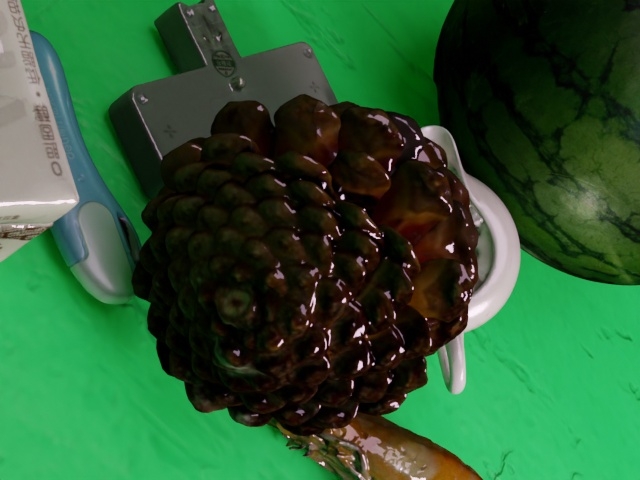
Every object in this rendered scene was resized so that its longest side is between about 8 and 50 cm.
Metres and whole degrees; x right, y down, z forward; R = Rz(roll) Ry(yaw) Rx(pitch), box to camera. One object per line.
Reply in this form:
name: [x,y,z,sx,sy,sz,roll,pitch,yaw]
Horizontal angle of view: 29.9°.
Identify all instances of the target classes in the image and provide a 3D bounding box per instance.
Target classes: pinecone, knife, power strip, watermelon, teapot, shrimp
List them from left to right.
knife: [-0.184,-0.055,0.875,0.064,0.031,0.222,-13,75,-41]
power strip: [-0.080,-0.129,0.984,0.216,0.061,0.145,-26,88,-46]
pinecone: [0.002,-0.002,0.872,0.246,0.246,0.292,54,26,-6]
shrimp: [0.043,0.201,0.924,0.249,0.068,0.150,40,56,-8]
teapot: [0.101,0.020,1.036,0.145,0.092,0.226,-8,79,-4]
watermelon: [0.278,-0.127,1.111,0.363,0.363,0.363,20,57,-34]

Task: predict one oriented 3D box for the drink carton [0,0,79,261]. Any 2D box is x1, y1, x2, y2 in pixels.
drink carton: [-0.299,-0.145,0.747,0.194,0.132,0.324,-8,76,-42]
